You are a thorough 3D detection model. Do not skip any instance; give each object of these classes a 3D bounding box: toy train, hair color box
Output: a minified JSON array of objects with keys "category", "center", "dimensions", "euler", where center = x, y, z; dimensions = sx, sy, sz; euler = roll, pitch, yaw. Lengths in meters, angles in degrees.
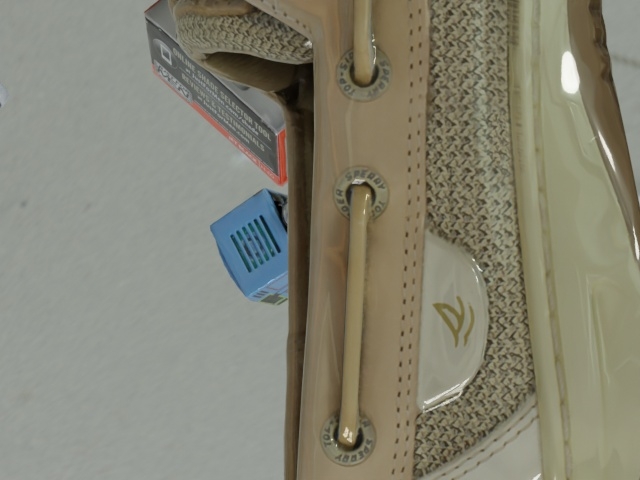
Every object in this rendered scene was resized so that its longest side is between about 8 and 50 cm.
[{"category":"toy train","center":[0.000,0.000,1.440],"dimensions":[0.105,0.184,0.080],"euler":[-31,74,17]},{"category":"hair color box","center":[0.011,-0.094,0.719],"dimensions":[0.141,0.043,0.072],"euler":[-41,70,-18]}]

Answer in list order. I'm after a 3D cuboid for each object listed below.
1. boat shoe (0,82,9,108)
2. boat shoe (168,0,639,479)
[{"category":"boat shoe","center":[-0.222,-0.085,1.167],"dimensions":[0.035,0.100,0.035],"euler":[-52,125,-21]},{"category":"boat shoe","center":[0.013,-0.078,0.537],"dimensions":[0.110,0.121,0.341],"euler":[-8,80,-5]}]
